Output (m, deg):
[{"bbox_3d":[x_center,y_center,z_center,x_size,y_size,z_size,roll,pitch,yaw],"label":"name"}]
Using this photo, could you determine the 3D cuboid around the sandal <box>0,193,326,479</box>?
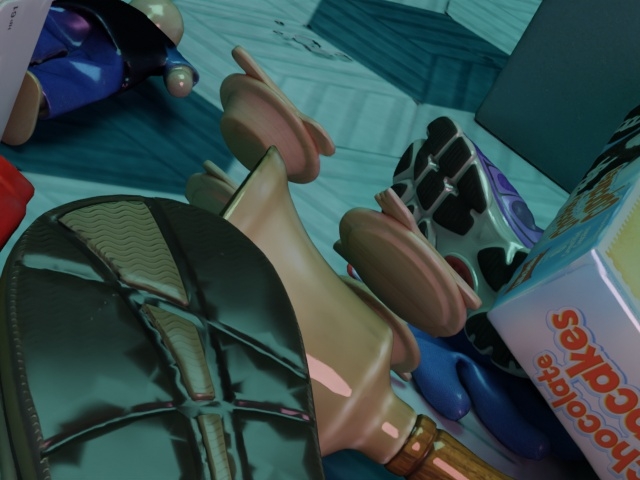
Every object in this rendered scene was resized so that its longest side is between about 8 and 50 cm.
[{"bbox_3d":[-0.047,0.118,0.455,0.120,0.086,0.302,12,45,-17],"label":"sandal"}]

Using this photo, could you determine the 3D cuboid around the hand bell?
[{"bbox_3d":[0.041,0.086,0.621,0.242,0.126,0.126,37,26,-5],"label":"hand bell"}]

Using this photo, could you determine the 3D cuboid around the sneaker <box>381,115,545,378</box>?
[{"bbox_3d":[0.087,0.009,0.786,0.071,0.068,0.170,17,32,-42],"label":"sneaker"}]

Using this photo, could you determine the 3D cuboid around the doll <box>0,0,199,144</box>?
[{"bbox_3d":[-0.129,-0.105,0.859,0.129,0.046,0.189,32,28,13],"label":"doll"}]

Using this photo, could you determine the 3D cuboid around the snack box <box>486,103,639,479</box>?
[{"bbox_3d":[0.191,0.040,0.759,0.187,0.060,0.322,54,28,-3],"label":"snack box"}]

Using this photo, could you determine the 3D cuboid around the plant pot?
[{"bbox_3d":[0.249,-0.137,1.020,0.165,0.234,0.166,-8,42,-47],"label":"plant pot"}]

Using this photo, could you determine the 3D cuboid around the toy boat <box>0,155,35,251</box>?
[{"bbox_3d":[-0.250,-0.048,0.524,0.318,0.148,0.267,37,-9,13],"label":"toy boat"}]

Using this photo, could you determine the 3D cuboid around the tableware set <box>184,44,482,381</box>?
[{"bbox_3d":[0.000,0.000,0.681,0.141,0.168,0.020,43,67,8],"label":"tableware set"}]

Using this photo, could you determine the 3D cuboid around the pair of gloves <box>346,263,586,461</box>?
[{"bbox_3d":[0.115,0.053,0.798,0.198,0.023,0.159,0,36,-39],"label":"pair of gloves"}]

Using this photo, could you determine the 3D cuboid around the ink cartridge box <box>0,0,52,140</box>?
[{"bbox_3d":[-0.196,-0.104,0.751,0.122,0.088,0.052,31,24,13],"label":"ink cartridge box"}]
